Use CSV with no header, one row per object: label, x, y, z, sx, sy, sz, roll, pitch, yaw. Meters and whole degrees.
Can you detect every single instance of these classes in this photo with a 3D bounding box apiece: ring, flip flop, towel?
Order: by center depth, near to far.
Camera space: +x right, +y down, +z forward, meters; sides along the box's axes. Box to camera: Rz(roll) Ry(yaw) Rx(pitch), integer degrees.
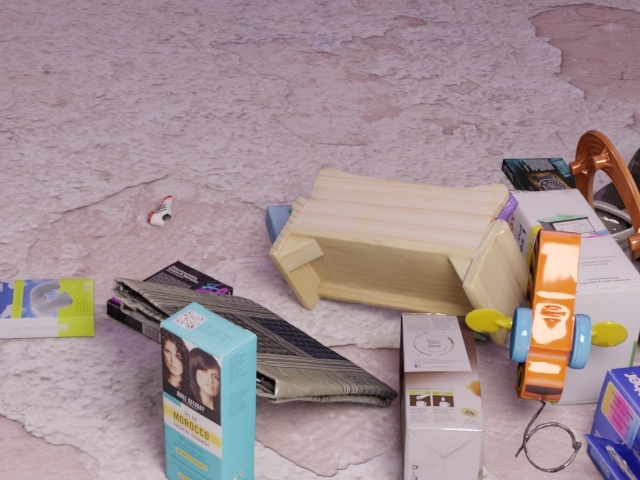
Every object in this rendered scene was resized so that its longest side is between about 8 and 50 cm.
towel,-0.091,0.146,1.551,0.312,0.056,0.324,29,7,32
ring,0.436,0.000,1.733,0.032,0.336,0.336,-16,33,-1
flip flop,0.565,-0.077,2.106,0.112,0.080,0.277,34,55,12

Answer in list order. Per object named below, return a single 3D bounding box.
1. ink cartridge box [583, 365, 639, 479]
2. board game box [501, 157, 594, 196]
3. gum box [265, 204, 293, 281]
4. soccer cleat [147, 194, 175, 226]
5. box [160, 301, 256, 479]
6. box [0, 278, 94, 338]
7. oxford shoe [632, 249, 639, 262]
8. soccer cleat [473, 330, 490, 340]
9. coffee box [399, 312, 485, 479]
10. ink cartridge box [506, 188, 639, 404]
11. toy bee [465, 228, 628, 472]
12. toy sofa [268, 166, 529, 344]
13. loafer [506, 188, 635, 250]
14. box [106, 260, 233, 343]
ink cartridge box,0.522,0.279,1.450,0.396,0.151,0.270,-6,32,-16
board game box,0.433,-0.105,2.194,0.126,0.026,0.186,-1,31,-12
gum box,0.000,0.000,1.936,0.157,0.041,0.184,-2,32,-12
soccer cleat,-0.267,-0.050,1.994,0.036,0.029,0.083,23,37,11
box,-0.133,0.202,1.376,0.101,0.244,0.060,25,39,31
box,-0.423,0.100,1.702,0.178,0.042,0.109,-1,31,-11
oxford shoe,0.633,0.036,1.968,0.212,0.076,0.076,12,61,8
soccer cleat,0.238,0.068,1.843,0.121,0.093,0.289,36,26,-7
coffee box,0.153,0.218,1.494,0.098,0.141,0.246,1,31,2
ink cartridge box,0.362,0.076,1.706,0.117,0.201,0.278,-4,32,-9
toy bee,0.277,0.142,1.495,0.195,0.162,0.298,27,75,8
toy sofa,0.124,0.018,1.688,0.363,0.150,0.177,8,56,35
loafer,0.376,-0.039,1.970,0.320,0.111,0.112,5,74,1
box,-0.227,0.092,1.760,0.116,0.029,0.162,25,37,28
